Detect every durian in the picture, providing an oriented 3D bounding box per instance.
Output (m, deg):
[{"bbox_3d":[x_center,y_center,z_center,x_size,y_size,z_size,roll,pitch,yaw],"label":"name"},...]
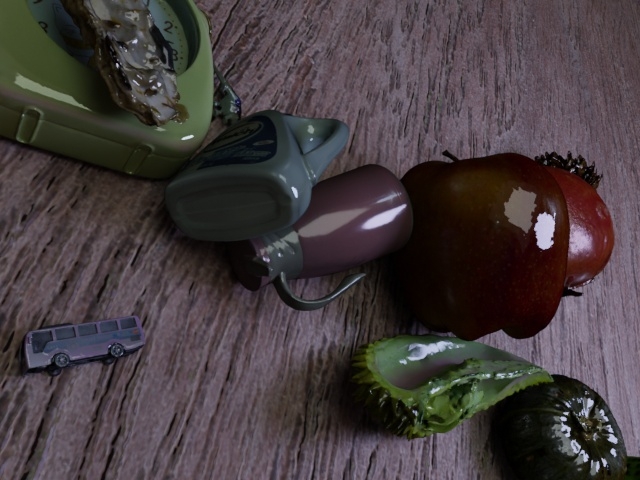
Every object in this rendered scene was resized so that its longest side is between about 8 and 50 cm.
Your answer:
[{"bbox_3d":[0.178,0.200,0.860,0.355,0.169,0.157,0,67,-43],"label":"durian"}]

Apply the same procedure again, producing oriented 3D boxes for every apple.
[{"bbox_3d":[0.257,0.002,0.950,0.288,0.288,0.317,1,82,-37],"label":"apple"}]

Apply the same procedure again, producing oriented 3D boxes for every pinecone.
[{"bbox_3d":[0.550,-0.131,1.337,0.173,0.173,0.173,17,58,-30],"label":"pinecone"}]

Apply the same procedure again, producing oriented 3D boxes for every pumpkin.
[{"bbox_3d":[0.408,0.332,0.975,0.223,0.157,0.224,16,50,-21],"label":"pumpkin"}]

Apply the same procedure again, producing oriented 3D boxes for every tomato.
[{"bbox_3d":[0.479,-0.036,1.154,0.309,0.170,0.309,53,26,-40],"label":"tomato"}]

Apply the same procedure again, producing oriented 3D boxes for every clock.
[{"bbox_3d":[-0.288,-0.271,0.786,0.286,0.117,0.348,16,58,-30],"label":"clock"}]

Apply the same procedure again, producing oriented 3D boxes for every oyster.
[{"bbox_3d":[-0.250,-0.282,0.699,0.128,0.078,0.345,4,60,-58],"label":"oyster"}]

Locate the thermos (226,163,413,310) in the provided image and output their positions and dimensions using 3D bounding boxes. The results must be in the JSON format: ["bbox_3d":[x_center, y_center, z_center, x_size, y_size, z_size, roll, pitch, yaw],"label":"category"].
[{"bbox_3d":[0.000,0.000,0.849,0.265,0.146,0.176,-23,69,-33],"label":"thermos"}]

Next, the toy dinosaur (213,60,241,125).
[{"bbox_3d":[-0.148,-0.215,0.920,0.058,0.037,0.180,-2,74,-63],"label":"toy dinosaur"}]

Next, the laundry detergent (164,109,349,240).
[{"bbox_3d":[-0.068,-0.114,0.812,0.280,0.215,0.105,-57,134,-51],"label":"laundry detergent"}]

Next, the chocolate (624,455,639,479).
[{"bbox_3d":[0.544,0.475,0.916,0.289,0.301,0.137,-23,94,-41],"label":"chocolate"}]

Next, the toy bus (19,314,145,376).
[{"bbox_3d":[-0.265,0.116,0.654,0.130,0.037,0.052,-5,68,-40],"label":"toy bus"}]
